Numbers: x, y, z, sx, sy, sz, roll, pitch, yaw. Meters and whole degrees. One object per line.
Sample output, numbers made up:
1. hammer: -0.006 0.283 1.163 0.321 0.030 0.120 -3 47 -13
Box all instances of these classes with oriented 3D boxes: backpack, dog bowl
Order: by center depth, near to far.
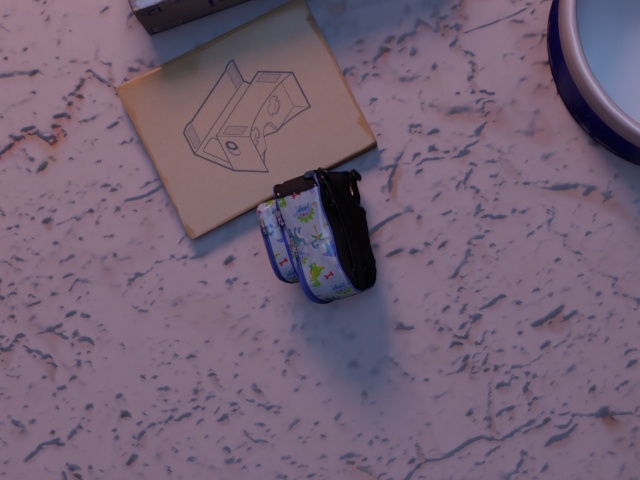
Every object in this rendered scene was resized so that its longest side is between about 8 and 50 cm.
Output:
1. backpack: 0.000 0.000 0.978 0.084 0.105 0.114 -20 85 22
2. dog bowl: 0.344 -0.196 0.982 0.264 0.104 0.265 0 85 1

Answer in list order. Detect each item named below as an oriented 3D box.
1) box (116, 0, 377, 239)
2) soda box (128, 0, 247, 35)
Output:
1. box: -0.069 -0.117 1.029 0.201 0.021 0.164 -27 85 -1
2. soda box: -0.050 -0.292 1.008 0.286 0.091 0.098 -20 86 0
